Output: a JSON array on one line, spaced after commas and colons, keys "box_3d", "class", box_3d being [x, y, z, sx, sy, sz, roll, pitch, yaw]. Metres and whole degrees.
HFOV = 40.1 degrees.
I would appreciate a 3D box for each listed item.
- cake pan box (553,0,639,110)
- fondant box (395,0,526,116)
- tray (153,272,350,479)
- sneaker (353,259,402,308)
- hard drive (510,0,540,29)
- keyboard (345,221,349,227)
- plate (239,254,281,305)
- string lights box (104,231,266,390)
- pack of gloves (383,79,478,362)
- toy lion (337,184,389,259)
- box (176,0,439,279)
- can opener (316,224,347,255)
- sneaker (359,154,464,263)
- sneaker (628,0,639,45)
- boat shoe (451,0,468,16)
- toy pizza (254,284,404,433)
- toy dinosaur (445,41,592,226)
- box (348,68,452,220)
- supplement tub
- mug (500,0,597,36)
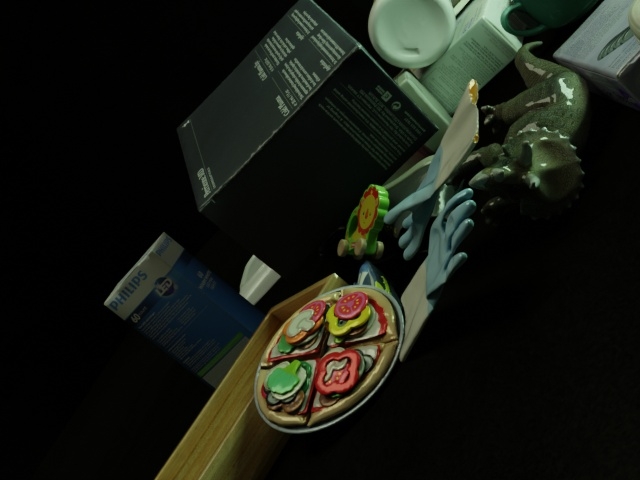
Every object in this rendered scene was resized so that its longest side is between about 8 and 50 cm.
[{"box_3d": [0.379, -0.259, 0.902, 0.267, 0.070, 0.246, -48, 13, 11], "class": "cake pan box"}, {"box_3d": [0.230, -0.311, 1.626, 0.330, 0.096, 0.238, -41, 13, 35], "class": "fondant box"}, {"box_3d": [-0.101, 0.239, 1.119, 0.411, 0.076, 0.203, -57, 13, -30], "class": "tray"}, {"box_3d": [0.062, 0.069, 1.098, 0.059, 0.053, 0.144, -49, 9, 14], "class": "sneaker"}, {"box_3d": [0.440, -0.509, 1.542, 0.237, 0.064, 0.339, -44, 13, 28], "class": "hard drive"}, {"box_3d": [0.098, -0.056, 1.495, 0.072, 0.014, 0.256, -51, 10, -10], "class": "keyboard"}, {"box_3d": [-0.091, 0.020, 1.932, 0.277, 0.045, 0.278, -47, 11, 13], "class": "plate"}, {"box_3d": [-0.196, 0.125, 1.396, 0.133, 0.260, 0.077, -44, 12, 23], "class": "string lights box"}, {"box_3d": [0.099, -0.017, 0.882, 0.232, 0.046, 0.195, 110, 170, -55], "class": "pack of gloves"}, {"box_3d": [0.060, -0.024, 1.143, 0.100, 0.034, 0.096, 174, 107, -70], "class": "toy lion"}, {"box_3d": [-0.038, -0.170, 1.336, 0.312, 0.179, 0.343, -44, 28, 10], "class": "box"}, {"box_3d": [0.000, 0.000, 1.632, 0.186, 0.073, 0.059, 168, 102, -78], "class": "can opener"}, {"box_3d": [0.097, -0.013, 1.160, 0.222, 0.083, 0.118, -46, 17, 43], "class": "sneaker"}, {"box_3d": [0.323, -0.192, 0.654, 0.110, 0.118, 0.292, -52, 20, -1], "class": "sneaker"}, {"box_3d": [0.247, -0.483, 1.644, 0.324, 0.097, 0.116, -44, 10, 26], "class": "boat shoe"}, {"box_3d": [0.002, 0.125, 0.990, 0.201, 0.032, 0.201, -26, 36, 21], "class": "toy pizza"}, {"box_3d": [0.231, -0.109, 0.933, 0.160, 0.121, 0.313, -20, 26, 47], "class": "toy dinosaur"}, {"box_3d": [0.102, -0.162, 1.488, 0.232, 0.127, 0.148, -41, 11, 17], "class": "box"}, {"box_3d": [0.158, -0.384, 1.520, 0.144, 0.144, 0.199, -46, 11, 20], "class": "supplement tub"}, {"box_3d": [0.356, -0.377, 1.325, 0.158, 0.097, 0.129, -41, 14, 42], "class": "mug"}]
